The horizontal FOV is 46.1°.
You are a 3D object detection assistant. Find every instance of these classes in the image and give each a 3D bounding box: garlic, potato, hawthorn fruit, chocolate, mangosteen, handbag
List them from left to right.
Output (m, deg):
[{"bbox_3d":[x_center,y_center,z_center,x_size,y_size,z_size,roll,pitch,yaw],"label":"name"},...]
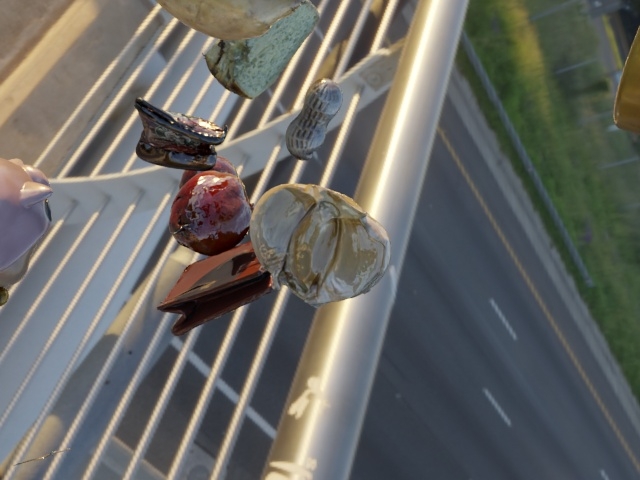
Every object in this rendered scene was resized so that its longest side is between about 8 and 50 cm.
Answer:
[{"bbox_3d":[-0.255,-0.052,1.624,0.235,0.181,0.181,-35,107,-52],"label":"hawthorn fruit"},{"bbox_3d":[-0.289,-0.140,1.925,0.156,0.181,0.145,-6,85,-31],"label":"mangosteen"},{"bbox_3d":[-0.139,-0.360,1.064,0.128,0.235,0.161,18,65,-86],"label":"potato"},{"bbox_3d":[-0.208,0.088,1.685,0.084,0.276,0.260,63,17,-15],"label":"handbag"},{"bbox_3d":[-0.014,-0.219,1.370,0.072,0.167,0.072,20,34,-14],"label":"chocolate"},{"bbox_3d":[0.000,0.000,1.212,0.230,0.177,0.143,27,13,3],"label":"garlic"}]

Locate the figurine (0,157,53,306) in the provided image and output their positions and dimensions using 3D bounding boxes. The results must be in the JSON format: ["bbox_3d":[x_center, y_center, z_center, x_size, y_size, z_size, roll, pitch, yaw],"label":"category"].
[{"bbox_3d":[-0.481,0.008,0.990,0.287,0.176,0.186,-44,141,-25],"label":"figurine"}]

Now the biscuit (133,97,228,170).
[{"bbox_3d":[-0.241,-0.176,1.284,0.152,0.235,0.063,10,80,-10],"label":"biscuit"}]

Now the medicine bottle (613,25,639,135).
[{"bbox_3d":[0.568,-0.238,1.053,0.238,0.232,0.237,-42,144,-40],"label":"medicine bottle"}]

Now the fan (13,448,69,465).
[{"bbox_3d":[-0.419,0.328,1.147,0.085,0.133,0.005,-10,78,-35],"label":"fan"}]

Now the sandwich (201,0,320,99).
[{"bbox_3d":[-0.137,-0.430,1.464,0.100,0.254,0.288,42,-1,26],"label":"sandwich"}]
